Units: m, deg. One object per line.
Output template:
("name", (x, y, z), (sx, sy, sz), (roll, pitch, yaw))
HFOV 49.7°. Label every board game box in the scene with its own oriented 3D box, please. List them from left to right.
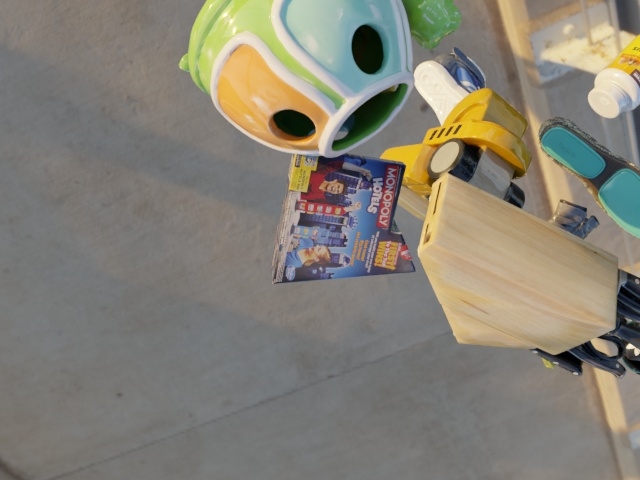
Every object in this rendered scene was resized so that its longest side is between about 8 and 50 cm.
("board game box", (0.043, -0.026, 0.936), (0.194, 0.060, 0.194), (8, 112, -9))

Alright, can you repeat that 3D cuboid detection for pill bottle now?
("pill bottle", (0.724, -0.383, 1.608), (0.215, 0.117, 0.117), (-43, 127, -12))

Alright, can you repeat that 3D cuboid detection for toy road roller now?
("toy road roller", (0.297, -0.176, 1.468), (0.203, 0.330, 0.240), (33, 74, -26))

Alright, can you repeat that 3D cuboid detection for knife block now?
("knife block", (0.249, 0.046, 0.706), (0.242, 0.088, 0.275), (-1, 144, 26))

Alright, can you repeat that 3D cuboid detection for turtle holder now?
("turtle holder", (0.006, -0.230, 0.846), (0.320, 0.227, 0.243), (-20, 154, -53))

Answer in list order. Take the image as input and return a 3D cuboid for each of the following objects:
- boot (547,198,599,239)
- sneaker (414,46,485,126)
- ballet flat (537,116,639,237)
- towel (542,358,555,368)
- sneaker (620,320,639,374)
("boot", (0.679, -0.030, 2.076), (0.338, 0.118, 0.222), (18, 103, -39))
("sneaker", (0.416, -0.376, 1.884), (0.236, 0.322, 0.130), (-24, 165, -42))
("ballet flat", (0.872, -0.211, 2.111), (0.483, 0.182, 0.164), (43, 127, 4))
("towel", (0.507, 0.140, 1.398), (0.237, 0.021, 0.102), (-50, 132, -22))
("sneaker", (0.593, 0.181, 1.229), (0.121, 0.108, 0.302), (-27, 154, 19))
